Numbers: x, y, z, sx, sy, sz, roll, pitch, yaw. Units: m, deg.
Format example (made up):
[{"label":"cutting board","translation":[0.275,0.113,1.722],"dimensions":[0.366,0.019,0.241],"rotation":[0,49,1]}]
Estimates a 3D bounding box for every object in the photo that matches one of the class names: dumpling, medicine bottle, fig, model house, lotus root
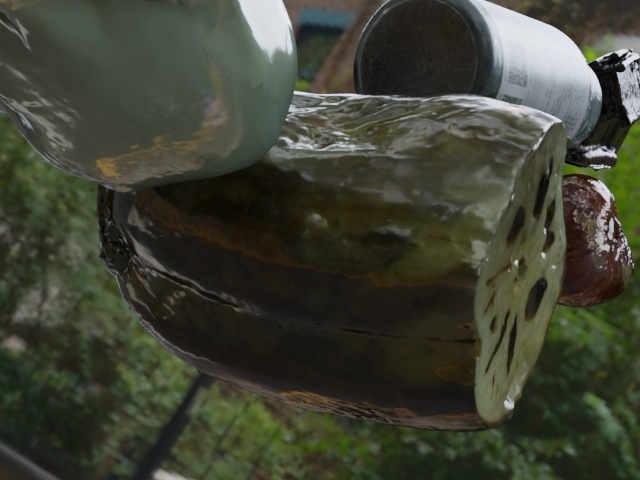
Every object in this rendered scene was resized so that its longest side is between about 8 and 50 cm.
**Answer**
[{"label":"dumpling","translation":[-0.137,-0.143,0.847],"dimensions":[0.270,0.212,0.321],"rotation":[11,-26,17]},{"label":"medicine bottle","translation":[0.161,-0.143,1.287],"dimensions":[0.141,0.141,0.293],"rotation":[24,12,32]},{"label":"fig","translation":[0.274,0.005,1.667],"dimensions":[0.230,0.143,0.160],"rotation":[-3,-64,63]},{"label":"model house","translation":[0.348,-0.177,1.780],"dimensions":[0.141,0.164,0.203],"rotation":[26,15,19]},{"label":"lotus root","translation":[0.000,0.000,1.037],"dimensions":[0.346,0.250,0.250],"rotation":[11,-19,17]}]
